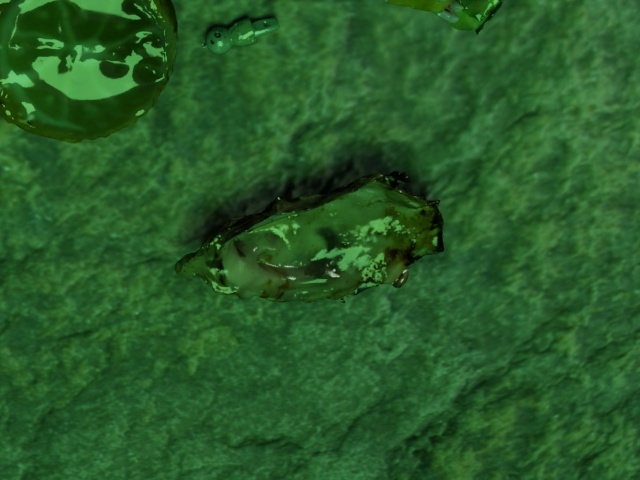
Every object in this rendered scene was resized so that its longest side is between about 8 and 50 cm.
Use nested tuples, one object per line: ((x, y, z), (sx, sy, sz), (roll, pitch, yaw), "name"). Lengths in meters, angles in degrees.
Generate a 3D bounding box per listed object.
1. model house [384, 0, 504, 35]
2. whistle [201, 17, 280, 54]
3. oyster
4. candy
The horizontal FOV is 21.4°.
((0.097, -0.404, 1.849), (0.340, 0.323, 0.300), (38, 115, 0), "model house")
((-0.100, -0.255, 2.088), (0.100, 0.035, 0.035), (-17, 128, -1), "whistle")
((-0.010, 0.006, 2.267), (0.361, 0.096, 0.221), (-19, 133, 3), "oyster")
((-0.295, -0.243, 2.010), (0.259, 0.118, 0.260), (-6, 122, -9), "candy")
